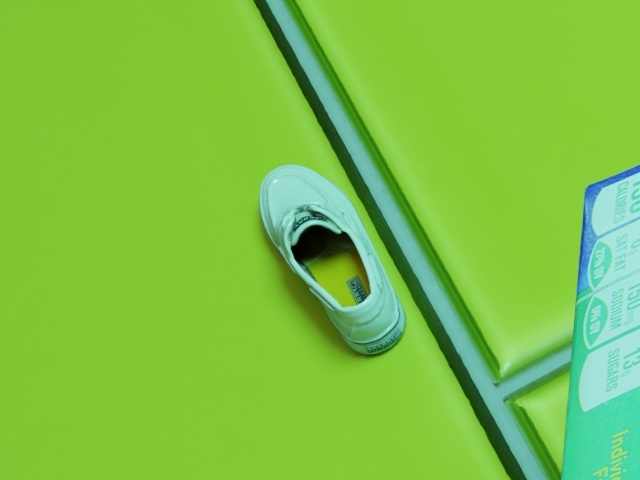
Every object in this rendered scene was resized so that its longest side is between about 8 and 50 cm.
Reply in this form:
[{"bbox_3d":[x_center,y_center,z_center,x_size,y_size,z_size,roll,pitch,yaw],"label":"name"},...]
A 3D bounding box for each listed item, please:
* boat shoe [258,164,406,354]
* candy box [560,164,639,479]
[{"bbox_3d":[0.000,0.000,0.756,0.035,0.035,0.100,-30,49,1],"label":"boat shoe"},{"bbox_3d":[0.209,0.056,0.419,0.317,0.122,0.268,-23,37,31],"label":"candy box"}]
